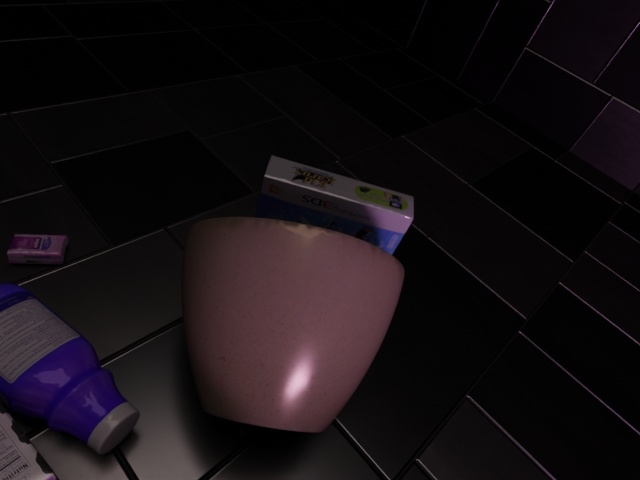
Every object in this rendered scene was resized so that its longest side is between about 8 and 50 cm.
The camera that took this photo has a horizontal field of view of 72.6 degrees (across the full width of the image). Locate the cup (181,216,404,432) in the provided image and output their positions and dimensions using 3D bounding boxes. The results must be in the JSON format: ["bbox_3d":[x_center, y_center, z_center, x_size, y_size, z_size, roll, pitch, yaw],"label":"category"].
[{"bbox_3d":[-0.056,0.137,0.631,0.332,0.331,0.236,13,71,-9],"label":"cup"}]

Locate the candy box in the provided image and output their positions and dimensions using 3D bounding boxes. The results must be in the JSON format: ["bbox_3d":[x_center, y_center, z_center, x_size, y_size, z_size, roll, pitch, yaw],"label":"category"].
[{"bbox_3d":[-0.369,0.238,0.485,0.196,0.164,0.070,38,47,17],"label":"candy box"}]

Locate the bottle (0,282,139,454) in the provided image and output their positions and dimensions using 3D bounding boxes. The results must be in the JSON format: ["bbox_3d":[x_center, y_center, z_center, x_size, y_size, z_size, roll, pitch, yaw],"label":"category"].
[{"bbox_3d":[-0.375,0.175,0.596,0.283,0.092,0.118,33,41,11],"label":"bottle"}]

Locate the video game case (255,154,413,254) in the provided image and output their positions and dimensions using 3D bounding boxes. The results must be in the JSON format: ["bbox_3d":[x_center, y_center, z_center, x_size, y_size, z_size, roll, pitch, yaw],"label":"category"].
[{"bbox_3d":[0.000,0.000,0.781,0.245,0.269,0.061,16,46,-5],"label":"video game case"}]

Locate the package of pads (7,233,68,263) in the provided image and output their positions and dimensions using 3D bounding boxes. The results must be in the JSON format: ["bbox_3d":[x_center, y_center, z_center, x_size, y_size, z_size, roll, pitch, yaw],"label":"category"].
[{"bbox_3d":[-0.487,0.015,0.754,0.084,0.031,0.050,2,44,-19],"label":"package of pads"}]
